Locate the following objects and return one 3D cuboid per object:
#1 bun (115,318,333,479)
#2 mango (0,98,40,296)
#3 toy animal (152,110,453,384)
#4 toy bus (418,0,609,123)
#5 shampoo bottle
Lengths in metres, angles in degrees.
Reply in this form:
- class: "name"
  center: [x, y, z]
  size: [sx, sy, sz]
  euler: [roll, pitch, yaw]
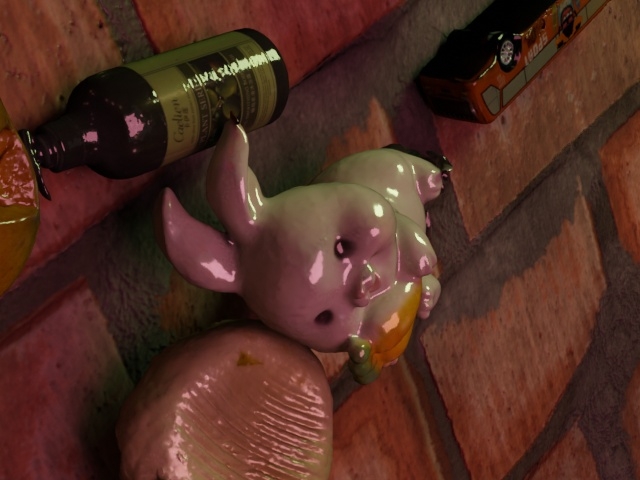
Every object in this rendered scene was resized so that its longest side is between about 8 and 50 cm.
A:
- class: "bun"
  center: [-0.097, 0.200, 1.209]
  size: [0.259, 0.160, 0.259]
  euler: [13, 71, -42]
- class: "mango"
  center: [-0.306, -0.055, 0.935]
  size: [0.167, 0.130, 0.262]
  euler: [-8, 120, -5]
- class: "toy animal"
  center: [0.006, 0.001, 1.204]
  size: [0.310, 0.247, 0.183]
  euler: [-21, 148, -56]
- class: "toy bus"
  center: [0.274, -0.285, 1.564]
  size: [0.409, 0.093, 0.092]
  euler: [-44, 132, -32]
- class: "shampoo bottle"
  center: [-0.157, -0.118, 1.133]
  size: [0.284, 0.101, 0.101]
  euler: [-26, 114, -41]
